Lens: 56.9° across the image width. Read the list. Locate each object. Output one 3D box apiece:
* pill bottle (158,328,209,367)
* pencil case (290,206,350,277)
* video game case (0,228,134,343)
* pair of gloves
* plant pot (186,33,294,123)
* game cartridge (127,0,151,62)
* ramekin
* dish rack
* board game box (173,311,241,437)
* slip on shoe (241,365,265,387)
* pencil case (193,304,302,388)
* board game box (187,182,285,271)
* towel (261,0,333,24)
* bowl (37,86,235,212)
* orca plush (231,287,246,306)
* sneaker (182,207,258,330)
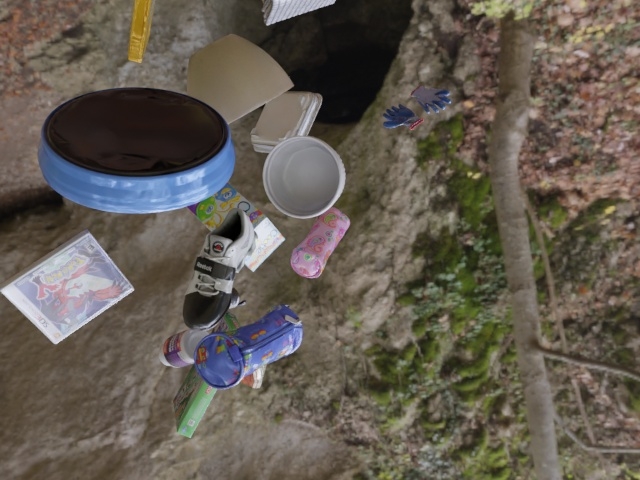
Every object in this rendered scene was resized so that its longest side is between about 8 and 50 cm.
[{"bbox_3d":[-0.439,0.347,1.890,0.108,0.108,0.193,-11,170,-44],"label":"pill bottle"},{"bbox_3d":[0.000,0.000,1.988,0.124,0.124,0.284,-9,-148,31],"label":"pencil case"},{"bbox_3d":[-0.522,0.100,1.234,0.201,0.183,0.023,-37,-138,-14],"label":"video game case"},{"bbox_3d":[0.276,-0.383,1.718,0.198,0.023,0.159,-38,-142,-5],"label":"pair of gloves"},{"bbox_3d":[-0.238,-0.423,1.550,0.284,0.191,0.284,-26,-163,9],"label":"plant pot"},{"bbox_3d":[-0.488,-0.692,1.662,0.053,0.323,0.285,8,-147,-16],"label":"game cartridge"},{"bbox_3d":[-0.033,-0.164,1.513,0.207,0.207,0.109,-9,-175,18],"label":"ramekin"},{"bbox_3d":[-0.160,-0.500,2.445,0.333,0.285,0.072,17,170,47],"label":"dish rack"},{"bbox_3d":[-0.323,0.372,1.692,0.046,0.317,0.213,29,179,-19],"label":"board game box"},{"bbox_3d":[-0.208,0.355,1.752,0.101,0.123,0.331,16,150,-1],"label":"slip on shoe"},{"bbox_3d":[-0.146,0.232,1.332,0.133,0.119,0.306,-34,171,25],"label":"pencil case"},{"bbox_3d":[-0.263,-0.060,1.788,0.144,0.275,0.142,-46,147,-7],"label":"board game box"},{"bbox_3d":[-0.048,-0.694,1.581,0.235,0.121,0.284,-20,-169,-6],"label":"towel"},{"bbox_3d":[-0.371,-0.203,1.214,0.391,0.077,0.391,6,-141,-5],"label":"bowl"},{"bbox_3d":[-0.331,0.165,1.930,0.151,0.102,0.287,-7,169,5],"label":"orca plush"},{"bbox_3d":[-0.263,0.060,1.469,0.122,0.330,0.146,12,149,12],"label":"sneaker"}]
